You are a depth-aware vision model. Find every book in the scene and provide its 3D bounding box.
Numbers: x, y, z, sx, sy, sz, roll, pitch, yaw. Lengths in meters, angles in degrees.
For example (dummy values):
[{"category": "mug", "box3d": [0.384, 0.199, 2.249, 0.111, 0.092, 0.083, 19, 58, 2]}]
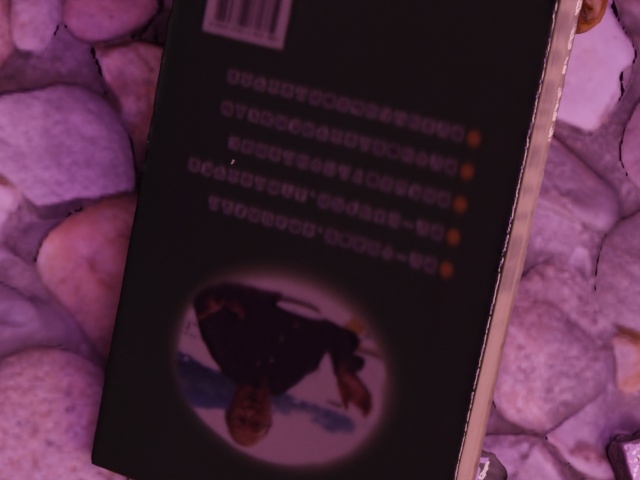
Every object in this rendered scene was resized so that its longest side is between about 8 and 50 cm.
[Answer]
[{"category": "book", "box3d": [0.000, 0.000, 1.188, 0.260, 0.043, 0.370, 17, 103, 26]}]

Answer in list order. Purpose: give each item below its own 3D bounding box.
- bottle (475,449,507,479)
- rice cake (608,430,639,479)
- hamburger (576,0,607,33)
[{"category": "bottle", "box3d": [0.097, 0.315, 1.249, 0.229, 0.229, 0.351, 18, 76, -16]}, {"category": "rice cake", "box3d": [0.253, 0.235, 1.393, 0.047, 0.036, 0.206, -18, 91, -7]}, {"category": "hamburger", "box3d": [0.074, -0.231, 1.278, 0.211, 0.245, 0.260, -23, 72, -17]}]
